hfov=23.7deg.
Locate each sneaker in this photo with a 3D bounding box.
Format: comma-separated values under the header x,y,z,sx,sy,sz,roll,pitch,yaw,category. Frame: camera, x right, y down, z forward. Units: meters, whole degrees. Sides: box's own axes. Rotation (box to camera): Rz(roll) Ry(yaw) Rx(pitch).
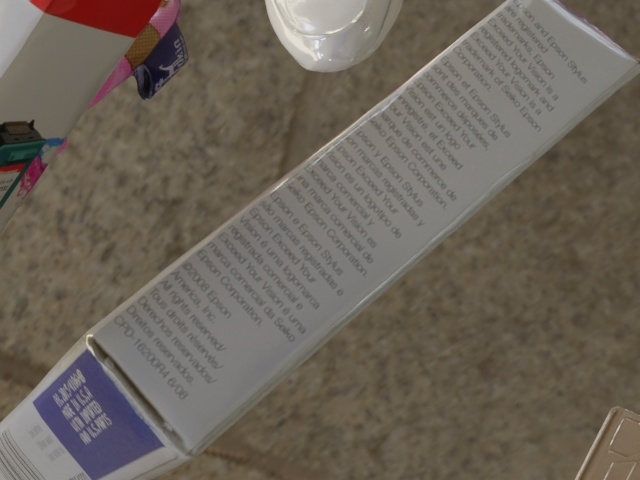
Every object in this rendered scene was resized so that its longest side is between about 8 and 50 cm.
x,y,z,sx,sy,sz,roll,pitch,yaw,category
-0.009,-0.273,1.126,0.114,0.152,0.305,-8,70,19,sneaker

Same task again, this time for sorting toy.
x,y,z,sx,sy,sz,roll,pitch,yaw,category
0.171,0.137,0.846,0.062,0.012,0.083,22,105,-6,sorting toy

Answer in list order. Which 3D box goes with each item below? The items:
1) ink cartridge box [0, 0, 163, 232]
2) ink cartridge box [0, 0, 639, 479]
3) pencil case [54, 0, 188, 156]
x,y,z,sx,sy,sz,roll,pitch,yaw,category
-0.143,-0.068,0.471,0.134,0.078,0.231,38,100,10,ink cartridge box
0.000,0.000,0.733,0.330,0.324,0.071,-40,90,-24,ink cartridge box
-0.219,-0.200,0.671,0.160,0.167,0.386,-47,121,-21,pencil case
